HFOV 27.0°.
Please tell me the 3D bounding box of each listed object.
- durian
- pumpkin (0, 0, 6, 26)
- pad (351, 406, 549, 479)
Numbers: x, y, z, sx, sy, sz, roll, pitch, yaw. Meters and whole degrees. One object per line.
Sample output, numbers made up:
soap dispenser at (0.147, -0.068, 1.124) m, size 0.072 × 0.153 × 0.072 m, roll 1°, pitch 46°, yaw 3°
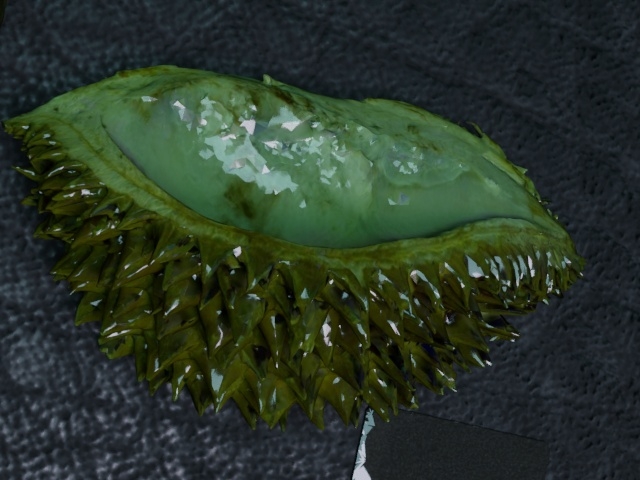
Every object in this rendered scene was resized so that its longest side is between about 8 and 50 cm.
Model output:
durian at (-0.003, 0.007, 0.844) m, size 0.394 × 0.163 × 0.198 m, roll 2°, pitch 50°, yaw -22°
pumpkin at (-0.279, -0.137, 0.673) m, size 0.238 × 0.238 × 0.159 m, roll 12°, pitch 94°, yaw -17°
pad at (0.073, 0.227, 0.897) m, size 0.143 × 0.003 × 0.211 m, roll 15°, pitch 85°, yaw -17°
